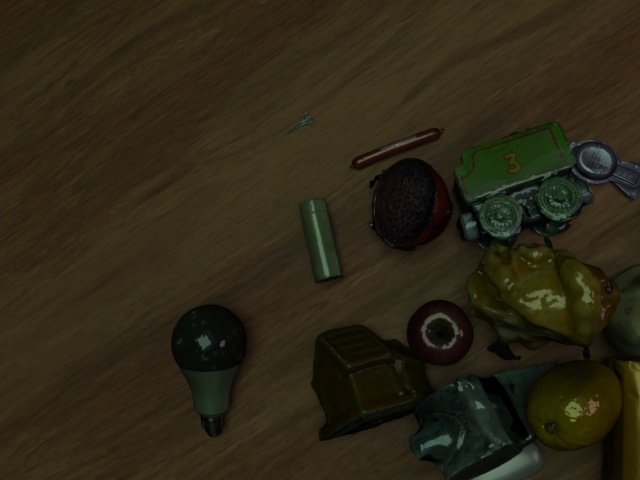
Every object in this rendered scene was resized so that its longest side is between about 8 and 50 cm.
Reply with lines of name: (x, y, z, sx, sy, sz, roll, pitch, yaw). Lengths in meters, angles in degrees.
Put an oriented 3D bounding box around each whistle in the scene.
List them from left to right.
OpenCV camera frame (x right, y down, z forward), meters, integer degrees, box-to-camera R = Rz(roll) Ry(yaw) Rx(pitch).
whistle: (0.386, 0.379, 1.433, 0.404, 0.188, 0.168, -27, 58, 1)

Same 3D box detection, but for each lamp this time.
lamp: (-0.270, 0.306, 1.612, 0.181, 0.182, 0.314, 7, 115, 11)

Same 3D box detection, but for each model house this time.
model house: (0.109, 0.312, 1.539, 0.267, 0.173, 0.239, -9, 64, -23)

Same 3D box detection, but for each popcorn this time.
popcorn: (0.479, 0.118, 1.427, 0.315, 0.297, 0.281, 0, 63, 33)

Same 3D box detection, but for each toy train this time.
toy train: (0.452, -0.119, 1.526, 0.307, 0.173, 0.249, -19, 73, 7)

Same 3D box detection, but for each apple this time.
apple: (0.277, 0.216, 1.529, 0.153, 0.120, 0.154, 0, 84, 4)

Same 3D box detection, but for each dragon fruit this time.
dragon fruit: (0.239, -0.078, 1.569, 0.223, 0.148, 0.219, -19, 67, 51)

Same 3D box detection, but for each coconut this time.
coconut: (0.706, 0.157, 1.421, 0.224, 0.224, 0.225, -1, 81, 10)

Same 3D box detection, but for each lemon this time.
lemon: (0.511, 0.329, 1.325, 0.207, 0.170, 0.170, -27, 76, -29)

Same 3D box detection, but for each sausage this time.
sausage: (0.191, -0.232, 1.654, 0.253, 0.034, 0.034, -20, 79, 7)

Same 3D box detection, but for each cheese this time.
cheese: (0.673, -0.175, 1.557, 0.190, 0.042, 0.105, 28, 88, 12)

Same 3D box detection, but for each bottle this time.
bottle: (0.000, 0.000, 1.632, 0.072, 0.072, 0.202, -13, 80, 8)

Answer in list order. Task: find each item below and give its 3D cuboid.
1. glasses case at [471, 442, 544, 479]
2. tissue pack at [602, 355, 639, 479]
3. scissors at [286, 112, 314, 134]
glasses case: (0.411, 0.520, 1.495, 0.193, 0.049, 0.074, -27, 75, 3)
tissue pack: (0.748, 0.442, 1.359, 0.293, 0.228, 0.382, 3, 81, 12)
scissors: (-0.056, -0.301, 1.720, 0.083, 0.006, 0.036, -33, 76, 4)
